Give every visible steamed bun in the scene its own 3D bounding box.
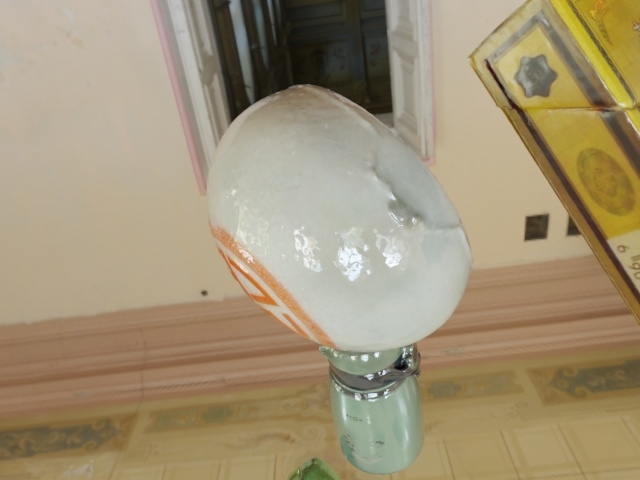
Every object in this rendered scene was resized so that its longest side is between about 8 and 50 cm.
[{"bbox_3d":[0.000,0.000,0.537,0.177,0.283,0.283,-44,-143,-9],"label":"steamed bun"}]

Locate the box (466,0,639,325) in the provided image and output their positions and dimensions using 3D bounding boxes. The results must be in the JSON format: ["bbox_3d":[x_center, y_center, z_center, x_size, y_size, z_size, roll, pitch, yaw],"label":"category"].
[{"bbox_3d":[0.267,-0.058,0.399,0.193,0.301,0.084,-31,178,-30],"label":"box"}]

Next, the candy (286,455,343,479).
[{"bbox_3d":[0.064,0.608,1.126,0.343,0.132,0.142,38,-129,11],"label":"candy"}]

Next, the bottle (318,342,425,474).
[{"bbox_3d":[0.093,0.252,0.944,0.168,0.347,0.168,-7,-142,5],"label":"bottle"}]
